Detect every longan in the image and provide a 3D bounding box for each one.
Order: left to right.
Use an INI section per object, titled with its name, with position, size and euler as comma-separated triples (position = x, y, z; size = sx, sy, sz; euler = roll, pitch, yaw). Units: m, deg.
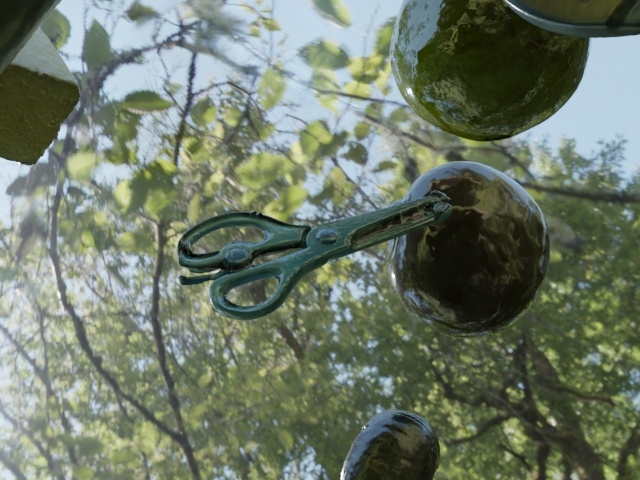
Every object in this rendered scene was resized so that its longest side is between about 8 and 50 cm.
[longan]
position = 0.237, 0.016, 1.352
size = 0.298, 0.297, 0.297
euler = -5, -72, -16

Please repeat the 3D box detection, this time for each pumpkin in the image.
[pumpkin]
position = 0.099, 0.293, 1.107
size = 0.119, 0.183, 0.107
euler = 21, -52, 12

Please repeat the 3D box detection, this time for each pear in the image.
[pear]
position = 0.183, -0.211, 0.896
size = 0.213, 0.269, 0.212
euler = 0, -89, -20

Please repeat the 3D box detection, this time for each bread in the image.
[bread]
position = -0.421, -0.204, 0.937
size = 0.240, 0.178, 0.135
euler = 9, -52, -51

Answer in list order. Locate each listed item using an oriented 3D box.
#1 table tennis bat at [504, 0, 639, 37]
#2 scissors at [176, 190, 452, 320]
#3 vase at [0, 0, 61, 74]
[table tennis bat]
position = 0.245, -0.224, 0.582
size = 0.215, 0.329, 0.044
euler = -48, -40, 9
[scissors]
position = 0.000, 0.000, 1.113
size = 0.393, 0.180, 0.032
euler = -17, -39, -16
[vase]
position = -0.261, -0.226, 0.570
size = 0.245, 0.245, 0.291
euler = 40, -101, -24
